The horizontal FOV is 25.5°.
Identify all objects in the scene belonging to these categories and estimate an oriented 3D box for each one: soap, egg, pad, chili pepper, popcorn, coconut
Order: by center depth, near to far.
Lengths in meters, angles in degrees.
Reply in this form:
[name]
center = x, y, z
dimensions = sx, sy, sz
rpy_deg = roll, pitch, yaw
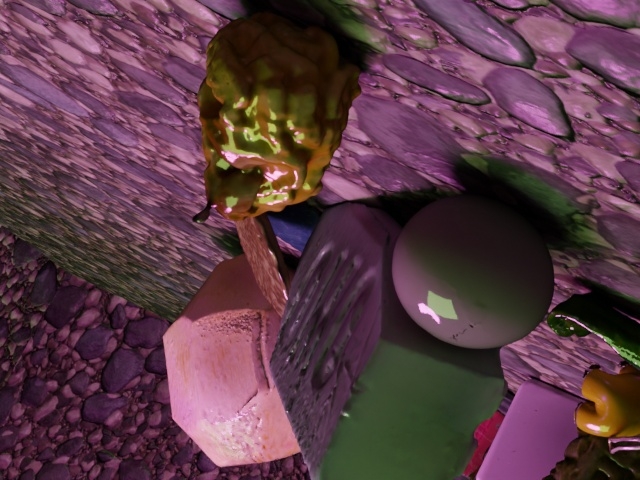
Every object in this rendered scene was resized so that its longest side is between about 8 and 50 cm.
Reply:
[popcorn]
center = -0.038, -0.112, 1.213
dimensions = 0.140, 0.163, 0.194
rpy_deg = 9, 136, 1
[egg]
center = 0.152, 0.033, 1.376
dimensions = 0.146, 0.146, 0.198
rpy_deg = 18, 172, 43
[chili pepper]
center = 0.367, 0.127, 1.513
dimensions = 0.257, 0.074, 0.100
rpy_deg = 32, 172, 2
[soap]
center = 0.067, 0.112, 1.607
dimensions = 0.156, 0.261, 0.446
rpy_deg = 23, -170, -14
[pad]
center = 0.000, 0.000, 1.971
dimensions = 0.269, 0.012, 0.269
rpy_deg = 33, 168, -26
[coconut]
center = -0.090, 0.188, 2.311
dimensions = 0.352, 0.353, 0.352
rpy_deg = 27, 169, 5

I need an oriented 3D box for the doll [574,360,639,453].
[doll]
center = 0.420, 0.216, 1.664
dimensions = 0.135, 0.143, 0.221
rpy_deg = -1, -162, -42

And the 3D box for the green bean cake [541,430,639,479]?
[green bean cake]
center = 0.438, 0.338, 1.914
dimensions = 0.248, 0.222, 0.125
rpy_deg = 29, 171, 9

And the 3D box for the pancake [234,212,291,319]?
[pancake]
center = -0.084, 0.004, 1.846
dimensions = 0.235, 0.029, 0.212
rpy_deg = 148, 101, -80

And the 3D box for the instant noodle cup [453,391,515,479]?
[instant noodle cup]
center = 0.214, 0.322, 2.500
dimensions = 0.258, 0.182, 0.302
rpy_deg = 22, 168, 32

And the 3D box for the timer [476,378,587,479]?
[timer]
center = 0.381, 0.354, 2.203
dimensions = 0.194, 0.192, 0.195
rpy_deg = 23, 168, 26
